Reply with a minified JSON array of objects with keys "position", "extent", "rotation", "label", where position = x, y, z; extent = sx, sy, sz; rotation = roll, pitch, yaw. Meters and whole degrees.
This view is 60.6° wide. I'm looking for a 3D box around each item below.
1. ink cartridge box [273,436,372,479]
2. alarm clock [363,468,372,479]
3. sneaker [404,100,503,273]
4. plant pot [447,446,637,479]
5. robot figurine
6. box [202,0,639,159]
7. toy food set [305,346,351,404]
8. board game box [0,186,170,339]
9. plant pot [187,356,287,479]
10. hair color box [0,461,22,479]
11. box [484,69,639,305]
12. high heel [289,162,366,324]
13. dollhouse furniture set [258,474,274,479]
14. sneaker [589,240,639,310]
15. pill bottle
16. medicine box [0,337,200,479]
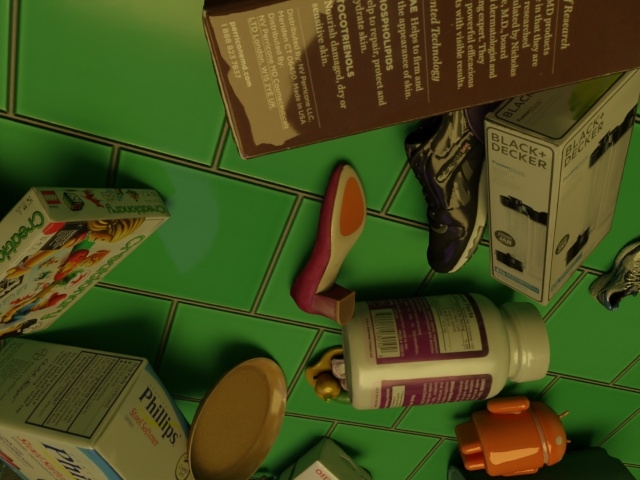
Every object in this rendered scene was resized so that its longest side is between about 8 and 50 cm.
[{"position":[-0.008,0.529,1.148],"extent":[0.140,0.082,0.190],"rotation":[43,113,-1],"label":"ink cartridge box"},{"position":[0.051,0.554,1.227],"extent":[0.130,0.064,0.192],"rotation":[-13,125,4],"label":"alarm clock"},{"position":[0.159,-0.091,0.714],"extent":[0.124,0.107,0.283],"rotation":[8,117,-7],"label":"sneaker"},{"position":[0.491,0.610,1.166],"extent":[0.334,0.341,0.341],"rotation":[-14,128,-6],"label":"plant pot"},{"position":[0.384,0.389,1.087],"extent":[0.220,0.158,0.128],"rotation":[-13,163,5],"label":"robot figurine"},{"position":[0.087,-0.214,0.522],"extent":[0.382,0.191,0.143],"rotation":[-13,127,-4],"label":"box"},{"position":[0.083,0.256,0.987],"extent":[0.218,0.071,0.128],"rotation":[-2,128,-4],"label":"toy food set"},{"position":[-0.363,0.039,0.711],"extent":[0.305,0.193,0.053],"rotation":[-37,80,22],"label":"board game box"},{"position":[-0.143,0.311,0.941],"extent":[0.032,0.236,0.236],"rotation":[13,138,34],"label":"plant pot"},{"position":[-0.502,0.549,1.094],"extent":[0.105,0.173,0.347],"rotation":[-15,128,7],"label":"hair color box"},{"position":[0.286,-0.070,0.663],"extent":[0.169,0.087,0.289],"rotation":[-42,140,-18],"label":"box"},{"position":[0.000,0.000,0.798],"extent":[0.082,0.117,0.243],"rotation":[-27,126,-41],"label":"high heel"},{"position":[-0.200,0.534,1.206],"extent":[0.151,0.123,0.144],"rotation":[18,133,25],"label":"dollhouse furniture set"},{"position":[0.499,0.061,0.884],"extent":[0.052,0.058,0.135],"rotation":[12,125,-15],"label":"sneaker"},{"position":[0.190,0.171,0.870],"extent":[0.302,0.169,0.169],"rotation":[-4,128,-2],"label":"pill bottle"},{"position":[-0.370,0.307,0.874],"extent":[0.290,0.149,0.263],"rotation":[3,132,24],"label":"medicine box"}]
